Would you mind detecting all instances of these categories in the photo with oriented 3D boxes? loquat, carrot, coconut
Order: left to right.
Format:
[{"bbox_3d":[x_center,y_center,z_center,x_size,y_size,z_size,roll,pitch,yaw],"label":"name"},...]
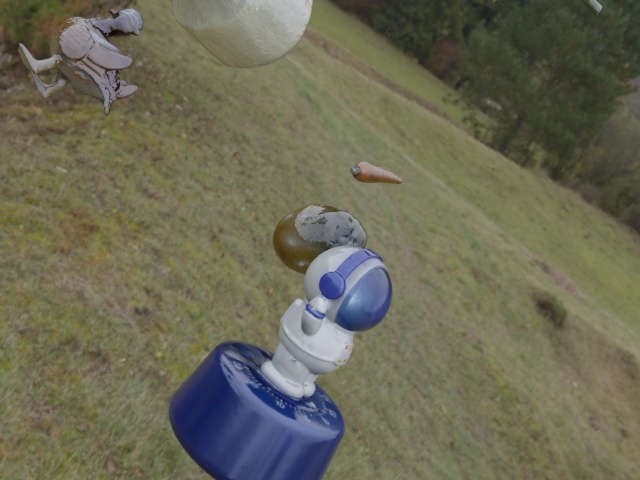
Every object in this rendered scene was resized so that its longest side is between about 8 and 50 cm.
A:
[{"bbox_3d":[-0.152,-0.456,1.208,0.237,0.237,0.266,55,13,28],"label":"coconut"},{"bbox_3d":[0.000,0.000,1.570,0.228,0.179,0.179,3,17,23],"label":"loquat"},{"bbox_3d":[0.197,-0.223,2.237,0.336,0.069,0.069,1,45,-54],"label":"carrot"}]

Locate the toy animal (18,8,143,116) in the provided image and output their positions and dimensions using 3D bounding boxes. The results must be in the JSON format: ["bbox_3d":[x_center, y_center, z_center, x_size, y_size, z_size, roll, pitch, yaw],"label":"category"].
[{"bbox_3d":[-0.296,-0.242,0.887,0.179,0.089,0.188,-32,66,-23],"label":"toy animal"}]

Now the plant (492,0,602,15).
[{"bbox_3d":[0.578,-0.709,1.643,0.297,0.261,0.306,4,11,-2],"label":"plant"}]

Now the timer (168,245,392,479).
[{"bbox_3d":[-0.025,0.176,1.013,0.270,0.383,0.270,33,7,-5],"label":"timer"}]
